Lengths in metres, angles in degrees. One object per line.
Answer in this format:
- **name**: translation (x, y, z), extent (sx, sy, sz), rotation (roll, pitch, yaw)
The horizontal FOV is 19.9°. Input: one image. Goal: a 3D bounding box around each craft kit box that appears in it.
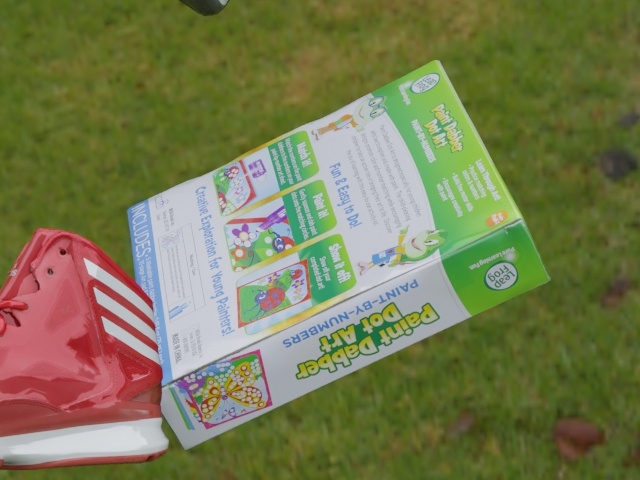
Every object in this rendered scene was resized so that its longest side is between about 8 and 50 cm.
- **craft kit box**: translation (0.000, 0.000, 1.179), extent (0.246, 0.061, 0.250), rotation (-27, 29, 6)

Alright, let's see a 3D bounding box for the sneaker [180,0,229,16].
- **sneaker**: translation (-0.086, -0.367, 1.190), extent (0.257, 0.447, 0.169), rotation (-40, 48, -13)

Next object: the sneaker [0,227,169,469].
- **sneaker**: translation (-0.185, 0.058, 0.959), extent (0.221, 0.128, 0.087), rotation (3, -8, -37)
